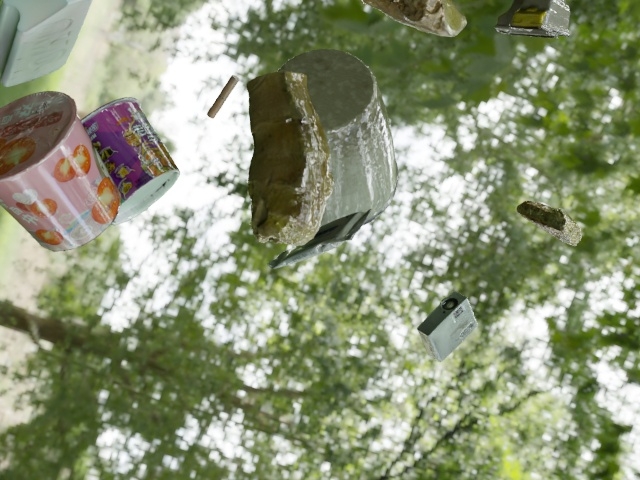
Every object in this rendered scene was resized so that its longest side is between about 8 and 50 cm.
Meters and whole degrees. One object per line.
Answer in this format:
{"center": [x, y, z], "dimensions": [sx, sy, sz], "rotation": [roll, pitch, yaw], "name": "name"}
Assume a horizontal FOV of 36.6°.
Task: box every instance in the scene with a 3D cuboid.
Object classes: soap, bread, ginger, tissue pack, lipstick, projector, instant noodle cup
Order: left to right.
{"center": [-0.614, -0.466, 2.115], "dimensions": [0.173, 0.095, 0.289], "rotation": [-30, 174, -35], "name": "soap"}
{"center": [-0.521, -0.122, 1.850], "dimensions": [0.243, 0.231, 0.243], "rotation": [-13, -135, 13], "name": "instant noodle cup"}
{"center": [-0.439, -0.162, 2.115], "dimensions": [0.251, 0.190, 0.251], "rotation": [-39, 175, -4], "name": "instant noodle cup"}
{"center": [-0.182, -0.268, 1.804], "dimensions": [0.094, 0.019, 0.019], "rotation": [-52, -158, 24], "name": "lipstick"}
{"center": [-0.045, -0.117, 1.373], "dimensions": [0.116, 0.109, 0.263], "rotation": [-14, -108, 27], "name": "ginger"}
{"center": [0.000, 0.000, 1.791], "dimensions": [0.193, 0.026, 0.122], "rotation": [-21, -163, 32], "name": "tissue pack"}
{"center": [0.154, -0.420, 1.726], "dimensions": [0.213, 0.137, 0.074], "rotation": [24, -89, 29], "name": "ginger"}
{"center": [0.319, 0.217, 2.455], "dimensions": [0.147, 0.115, 0.061], "rotation": [-42, -137, -18], "name": "projector"}
{"center": [0.505, -0.030, 2.041], "dimensions": [0.054, 0.136, 0.154], "rotation": [-55, -151, 2], "name": "bread"}

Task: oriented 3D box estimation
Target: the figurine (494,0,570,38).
{"center": [0.402, -0.503, 1.718], "dimensions": [0.308, 0.143, 0.308], "rotation": [-35, -129, 58], "name": "figurine"}

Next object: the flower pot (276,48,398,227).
{"center": [0.021, -0.217, 2.034], "dimensions": [0.330, 0.294, 0.293], "rotation": [85, 16, -61], "name": "flower pot"}
